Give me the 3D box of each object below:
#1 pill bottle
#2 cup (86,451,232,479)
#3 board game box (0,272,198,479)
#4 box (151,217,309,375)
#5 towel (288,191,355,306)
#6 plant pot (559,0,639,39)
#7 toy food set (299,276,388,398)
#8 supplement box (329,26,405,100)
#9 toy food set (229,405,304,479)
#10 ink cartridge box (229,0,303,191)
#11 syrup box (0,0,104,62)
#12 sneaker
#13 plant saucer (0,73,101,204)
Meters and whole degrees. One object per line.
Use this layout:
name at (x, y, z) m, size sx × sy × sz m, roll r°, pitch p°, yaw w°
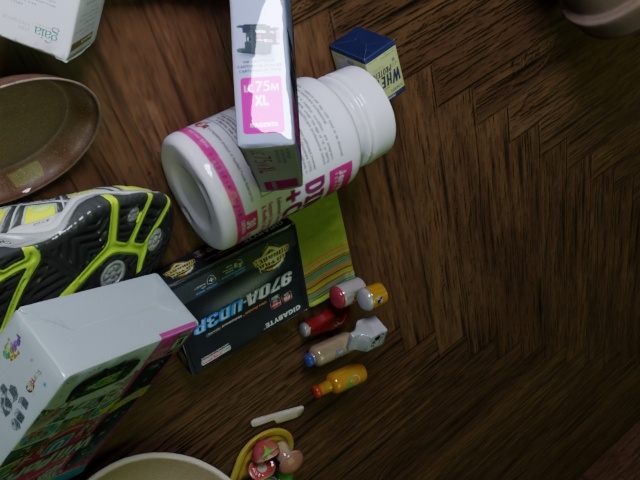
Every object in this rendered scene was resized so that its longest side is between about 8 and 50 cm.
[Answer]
pill bottle at (-0.049, -0.118, 0.928) m, size 0.283 × 0.160 × 0.160 m, roll -30°, pitch 131°, yaw -23°
cup at (-0.266, 0.528, 1.061) m, size 0.331 × 0.331 × 0.237 m, roll -5°, pitch 143°, yaw -38°
board game box at (-0.310, 0.189, 0.822) m, size 0.303 × 0.097 × 0.224 m, roll -49°, pitch 165°, yaw 23°
box at (-0.128, 0.077, 1.059) m, size 0.220 × 0.051 × 0.175 m, roll -28°, pitch 130°, yaw -26°
towel at (0.000, 0.000, 1.142) m, size 0.102 × 0.021 × 0.237 m, roll -32°, pitch 131°, yaw -23°
plant pot at (0.427, -0.479, 1.084) m, size 0.229 × 0.263 × 0.263 m, roll 21°, pitch 101°, yaw -26°
toy food set at (0.031, 0.159, 1.192) m, size 0.104 × 0.111 × 0.232 m, roll -19°, pitch 141°, yaw -30°
supplement box at (0.067, -0.247, 1.005) m, size 0.056 × 0.083 × 0.083 m, roll -37°, pitch 134°, yaw -16°
toy food set at (-0.089, 0.418, 1.283) m, size 0.128 × 0.071 × 0.218 m, roll 3°, pitch 113°, yaw -41°
ink cartridge box at (-0.059, -0.224, 0.751) m, size 0.065 × 0.186 × 0.311 m, roll -6°, pitch 82°, yaw 0°
syrup box at (-0.243, -0.300, 0.655) m, size 0.093 × 0.096 × 0.237 m, roll 19°, pitch 117°, yaw -9°
sneaker at (-0.326, 0.002, 0.793) m, size 0.384 × 0.147 × 0.145 m, roll -23°, pitch 132°, yaw -53°
plant saucer at (-0.328, -0.109, 0.738) m, size 0.198 × 0.036 × 0.198 m, roll -36°, pitch 166°, yaw -10°
